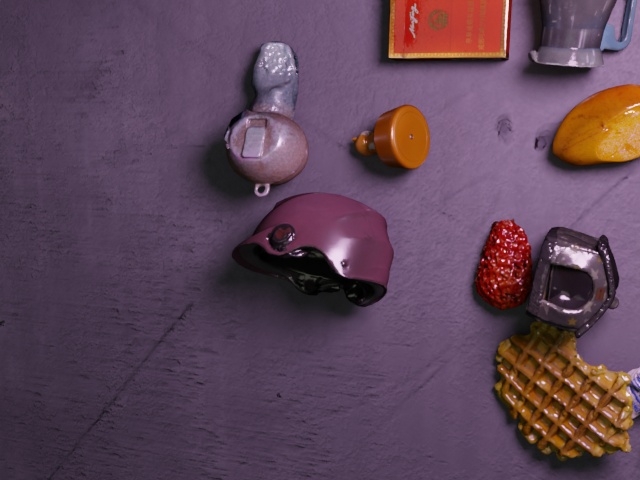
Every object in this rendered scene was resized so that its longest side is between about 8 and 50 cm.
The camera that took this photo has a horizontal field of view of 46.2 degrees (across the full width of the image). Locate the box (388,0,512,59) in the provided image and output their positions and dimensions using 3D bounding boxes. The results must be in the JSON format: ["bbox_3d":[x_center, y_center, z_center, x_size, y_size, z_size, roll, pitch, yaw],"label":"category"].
[{"bbox_3d":[0.259,-0.439,1.505,0.239,0.074,0.153,4,104,18],"label":"box"}]

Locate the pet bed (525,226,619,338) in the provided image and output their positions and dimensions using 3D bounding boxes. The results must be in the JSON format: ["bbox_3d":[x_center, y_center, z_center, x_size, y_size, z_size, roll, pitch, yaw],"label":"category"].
[{"bbox_3d":[0.495,0.079,1.432,0.159,0.211,0.183,15,101,19],"label":"pet bed"}]

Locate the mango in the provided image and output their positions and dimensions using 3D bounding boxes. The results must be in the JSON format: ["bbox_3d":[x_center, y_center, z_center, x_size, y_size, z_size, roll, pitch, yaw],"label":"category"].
[{"bbox_3d":[0.546,-0.214,1.426,0.217,0.102,0.141,-27,113,24],"label":"mango"}]

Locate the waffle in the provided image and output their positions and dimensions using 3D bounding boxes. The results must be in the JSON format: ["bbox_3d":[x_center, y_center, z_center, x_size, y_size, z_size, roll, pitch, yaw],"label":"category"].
[{"bbox_3d":[0.489,0.307,1.517,0.281,0.058,0.301,-40,76,40],"label":"waffle"}]

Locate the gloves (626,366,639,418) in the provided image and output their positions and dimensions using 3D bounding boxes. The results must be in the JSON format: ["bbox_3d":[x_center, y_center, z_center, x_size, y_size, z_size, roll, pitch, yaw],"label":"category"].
[{"bbox_3d":[0.670,0.278,1.476,0.119,0.097,0.229,39,107,-22],"label":"gloves"}]

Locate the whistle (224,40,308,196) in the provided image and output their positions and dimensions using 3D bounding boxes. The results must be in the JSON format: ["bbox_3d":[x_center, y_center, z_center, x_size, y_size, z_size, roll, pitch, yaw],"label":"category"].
[{"bbox_3d":[-0.104,-0.260,1.639,0.189,0.189,0.348,3,79,19],"label":"whistle"}]

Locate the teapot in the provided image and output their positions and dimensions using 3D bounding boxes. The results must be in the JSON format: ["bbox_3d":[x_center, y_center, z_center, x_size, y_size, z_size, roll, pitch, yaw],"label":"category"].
[{"bbox_3d":[0.487,-0.435,1.386,0.203,0.171,0.225,0,108,-11],"label":"teapot"}]

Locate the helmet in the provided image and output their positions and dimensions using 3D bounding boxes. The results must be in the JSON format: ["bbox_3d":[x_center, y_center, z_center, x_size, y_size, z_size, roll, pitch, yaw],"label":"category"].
[{"bbox_3d":[0.000,0.000,1.587,0.338,0.271,0.197,14,74,22],"label":"helmet"}]

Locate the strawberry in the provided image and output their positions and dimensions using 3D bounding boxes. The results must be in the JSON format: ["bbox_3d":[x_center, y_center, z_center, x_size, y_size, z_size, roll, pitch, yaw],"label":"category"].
[{"bbox_3d":[0.372,0.053,1.543,0.121,0.082,0.188,1,102,22],"label":"strawberry"}]

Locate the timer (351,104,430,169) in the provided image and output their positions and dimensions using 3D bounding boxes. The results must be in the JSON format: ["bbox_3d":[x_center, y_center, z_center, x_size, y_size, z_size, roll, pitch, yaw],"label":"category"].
[{"bbox_3d":[0.132,-0.210,1.578,0.152,0.132,0.132,-1,100,44],"label":"timer"}]
